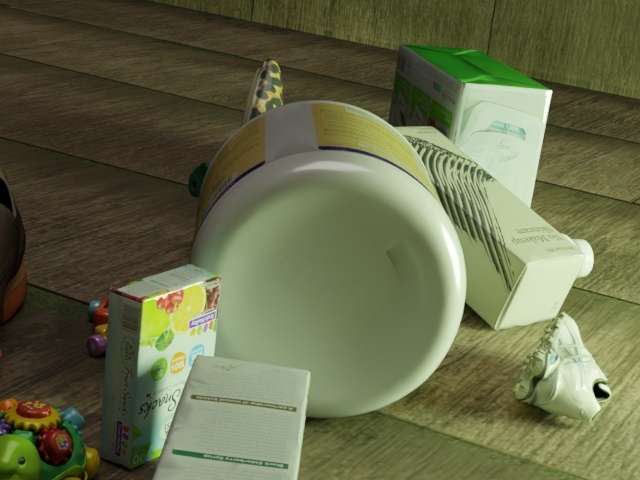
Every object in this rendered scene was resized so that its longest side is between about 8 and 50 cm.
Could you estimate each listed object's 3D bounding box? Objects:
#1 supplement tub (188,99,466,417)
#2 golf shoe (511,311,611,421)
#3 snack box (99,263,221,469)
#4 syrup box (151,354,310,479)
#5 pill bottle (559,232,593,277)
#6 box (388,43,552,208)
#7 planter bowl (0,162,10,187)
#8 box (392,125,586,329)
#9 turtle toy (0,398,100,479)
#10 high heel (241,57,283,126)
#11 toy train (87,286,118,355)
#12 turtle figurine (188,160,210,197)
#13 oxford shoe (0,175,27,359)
[{"bbox_3d":[0.000,0.000,1.290,0.241,0.241,0.331,6,17,-4],"label":"supplement tub"},{"bbox_3d":[0.238,0.129,1.308,0.086,0.069,0.176,31,23,6],"label":"golf shoe"},{"bbox_3d":[-0.126,0.098,1.078,0.037,0.141,0.100,17,19,31],"label":"snack box"},{"bbox_3d":[-0.063,0.170,0.952,0.096,0.093,0.237,8,17,1],"label":"syrup box"},{"bbox_3d":[0.267,0.023,1.632,0.116,0.065,0.065,-1,19,-28],"label":"pill bottle"},{"bbox_3d":[0.175,-0.116,1.766,0.127,0.231,0.262,2,17,-15],"label":"box"},{"bbox_3d":[-0.433,-0.071,1.567,0.162,0.109,0.162,6,17,-2],"label":"planter bowl"},{"bbox_3d":[0.161,-0.021,1.549,0.113,0.094,0.275,-8,40,-42],"label":"box"},{"bbox_3d":[-0.213,0.155,0.984,0.095,0.066,0.130,8,17,1],"label":"turtle toy"},{"bbox_3d":[-0.002,-0.071,1.527,0.186,0.261,0.093,4,-7,-3],"label":"high heel"},{"bbox_3d":[-0.155,0.078,1.299,0.166,0.046,0.125,11,17,13],"label":"toy train"},{"bbox_3d":[-0.042,-0.042,1.642,0.234,0.118,0.175,-8,63,-38],"label":"turtle figurine"},{"bbox_3d":[-0.340,0.033,1.217,0.130,0.133,0.364,6,17,-6],"label":"oxford shoe"}]
